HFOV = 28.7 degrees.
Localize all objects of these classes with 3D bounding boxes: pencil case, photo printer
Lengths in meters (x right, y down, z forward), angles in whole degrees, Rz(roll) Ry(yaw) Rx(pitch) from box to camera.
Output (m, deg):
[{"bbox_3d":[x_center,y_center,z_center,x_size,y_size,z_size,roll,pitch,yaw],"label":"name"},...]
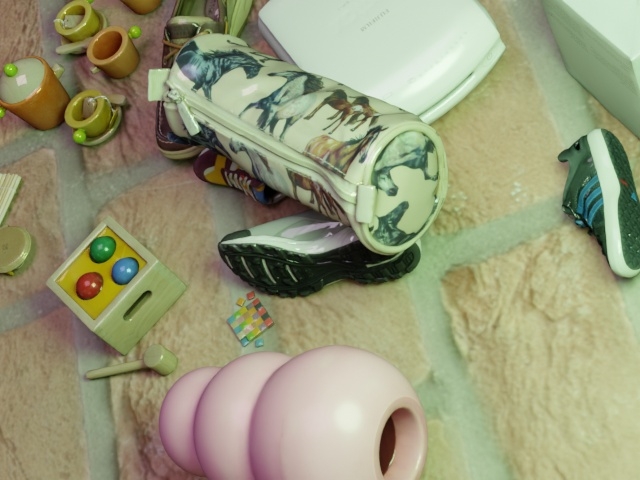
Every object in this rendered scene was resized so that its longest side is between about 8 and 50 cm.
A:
[{"bbox_3d":[-0.027,-0.126,1.531,0.183,0.160,0.410,-21,37,-37],"label":"pencil case"},{"bbox_3d":[0.084,-0.272,1.693,0.256,0.107,0.307,-36,52,3],"label":"photo printer"}]

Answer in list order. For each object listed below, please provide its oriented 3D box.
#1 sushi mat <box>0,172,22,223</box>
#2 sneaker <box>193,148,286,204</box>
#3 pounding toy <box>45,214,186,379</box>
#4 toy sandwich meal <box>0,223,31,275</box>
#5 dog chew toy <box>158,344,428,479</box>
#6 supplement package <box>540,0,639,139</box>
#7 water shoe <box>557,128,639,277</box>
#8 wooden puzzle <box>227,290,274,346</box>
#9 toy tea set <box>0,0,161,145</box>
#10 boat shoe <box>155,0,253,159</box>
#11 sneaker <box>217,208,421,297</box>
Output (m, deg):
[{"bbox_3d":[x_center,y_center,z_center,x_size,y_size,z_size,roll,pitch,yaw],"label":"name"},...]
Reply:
[{"bbox_3d":[-0.567,0.031,1.889,0.151,0.019,0.317,7,65,28],"label":"sushi mat"},{"bbox_3d":[-0.094,-0.089,1.696,0.185,0.069,0.084,-7,54,24],"label":"sneaker"},{"bbox_3d":[-0.271,0.096,1.657,0.181,0.094,0.206,-48,52,-6],"label":"pounding toy"},{"bbox_3d":[-0.457,0.015,1.839,0.085,0.029,0.086,-9,60,16],"label":"toy sandwich meal"},{"bbox_3d":[-0.048,0.216,1.419,0.331,0.206,0.207,1,62,35],"label":"dog chew toy"},{"bbox_3d":[0.381,-0.249,1.474,0.149,0.203,0.194,-38,53,1],"label":"supplement package"},{"bbox_3d":[0.329,-0.034,1.469,0.080,0.073,0.203,-29,46,35],"label":"water shoe"},{"bbox_3d":[-0.091,0.104,1.619,0.049,0.006,0.083,-38,52,1],"label":"wooden puzzle"},{"bbox_3d":[-0.373,-0.309,1.927,0.200,0.124,0.336,5,64,28],"label":"toy tea set"},{"bbox_3d":[-0.187,-0.283,1.822,0.123,0.123,0.342,1,62,27],"label":"boat shoe"},{"bbox_3d":[0.000,0.000,1.591,0.271,0.100,0.108,-6,47,18],"label":"sneaker"}]
